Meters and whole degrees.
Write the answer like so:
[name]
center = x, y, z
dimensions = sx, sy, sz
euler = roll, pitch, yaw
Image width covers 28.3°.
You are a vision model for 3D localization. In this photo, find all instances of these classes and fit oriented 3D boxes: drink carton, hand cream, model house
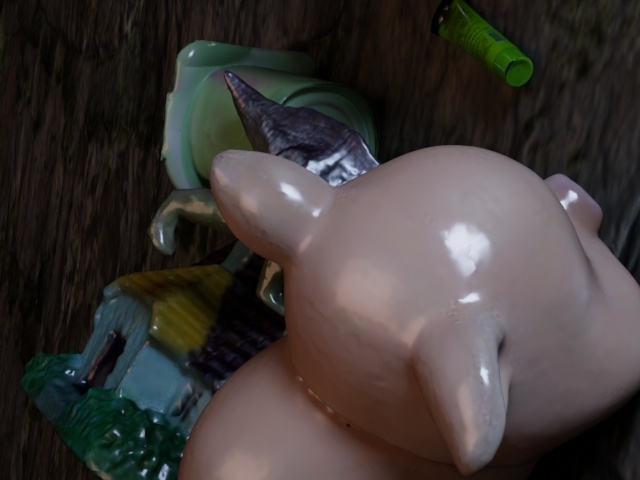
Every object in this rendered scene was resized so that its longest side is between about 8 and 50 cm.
[drink carton]
center = -0.035, -0.084, 1.062
dimensions = 0.142, 0.146, 0.144
euler = 24, 109, 53
[hand cream]
center = 0.110, -0.141, 0.891
dimensions = 0.036, 0.023, 0.122
euler = -65, 32, 20
[model house]
center = -0.075, 0.090, 1.071
dimensions = 0.248, 0.230, 0.280
euler = -61, 30, -3

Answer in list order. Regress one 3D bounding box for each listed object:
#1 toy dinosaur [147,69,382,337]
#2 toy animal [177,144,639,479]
[toy dinosaur]
center = 0.004, 0.000, 0.927
dimensions = 0.294, 0.077, 0.162
euler = 38, 108, 12
[toy animal]
center = 0.041, 0.087, 0.758
dimensions = 0.326, 0.269, 0.237
euler = -43, 58, 1
